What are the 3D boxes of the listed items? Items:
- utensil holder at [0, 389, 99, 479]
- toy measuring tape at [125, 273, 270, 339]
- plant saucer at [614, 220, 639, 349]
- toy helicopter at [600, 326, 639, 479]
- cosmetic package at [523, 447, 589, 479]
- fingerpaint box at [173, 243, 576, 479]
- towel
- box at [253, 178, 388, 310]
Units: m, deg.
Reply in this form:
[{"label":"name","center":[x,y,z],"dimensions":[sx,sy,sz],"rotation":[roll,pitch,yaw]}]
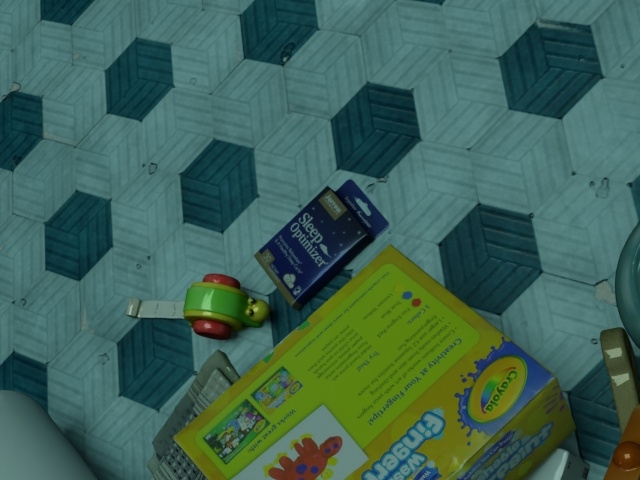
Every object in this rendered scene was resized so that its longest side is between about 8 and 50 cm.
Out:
[{"label":"utensil holder","center":[-0.516,0.488,2.089],"dimensions":[0.327,0.327,0.385],"rotation":[-49,54,4]},{"label":"toy measuring tape","center":[-0.241,0.116,2.208],"dimensions":[0.330,0.121,0.121],"rotation":[2,72,30]},{"label":"plant saucer","center":[0.591,0.052,1.816],"dimensions":[0.317,0.043,0.318],"rotation":[-10,66,24]},{"label":"toy helicopter","center":[0.434,0.285,1.692],"dimensions":[0.140,0.235,0.355],"rotation":[-18,63,22]},{"label":"cosmetic package","center":[0.273,0.333,1.836],"dimensions":[0.231,0.117,0.085],"rotation":[13,78,34]},{"label":"fingerpaint box","center":[0.076,0.281,1.771],"dimensions":[0.445,0.163,0.371],"rotation":[-42,49,-10]},{"label":"towel","center":[-0.176,0.395,2.021],"dimensions":[0.324,0.056,0.312],"rotation":[55,127,36]},{"label":"box","center":[0.000,0.000,2.168],"dimensions":[0.225,0.036,0.136],"rotation":[-43,57,6]}]
